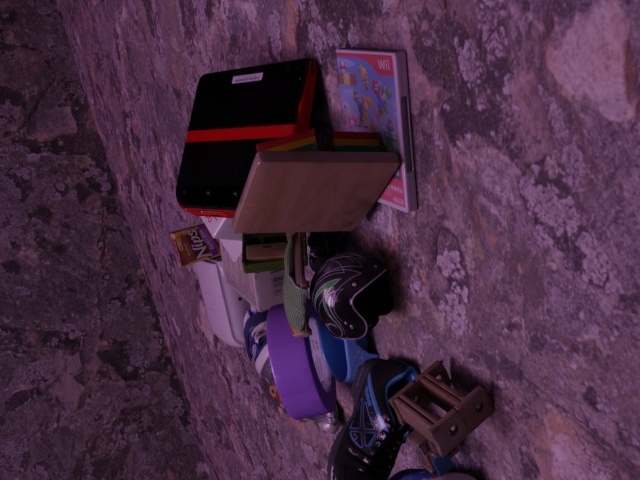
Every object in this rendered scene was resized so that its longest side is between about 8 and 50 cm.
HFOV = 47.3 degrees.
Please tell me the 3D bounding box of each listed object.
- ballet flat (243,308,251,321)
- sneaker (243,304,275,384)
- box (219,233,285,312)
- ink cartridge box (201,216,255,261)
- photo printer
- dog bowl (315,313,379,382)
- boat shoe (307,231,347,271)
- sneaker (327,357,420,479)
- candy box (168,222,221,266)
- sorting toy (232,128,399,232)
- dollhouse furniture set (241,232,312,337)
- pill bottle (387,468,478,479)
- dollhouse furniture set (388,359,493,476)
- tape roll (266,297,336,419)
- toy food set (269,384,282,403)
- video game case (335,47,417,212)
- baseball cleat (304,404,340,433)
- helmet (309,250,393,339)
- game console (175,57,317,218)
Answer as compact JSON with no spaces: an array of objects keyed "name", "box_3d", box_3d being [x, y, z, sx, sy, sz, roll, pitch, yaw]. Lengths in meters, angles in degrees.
[{"name":"ballet flat","box_3d":[-0.172,0.300,2.217,0.203,0.074,0.074,66,155,1]},{"name":"sneaker","box_3d":[-0.155,0.251,2.024,0.323,0.130,0.236,94,152,-65]},{"name":"box","box_3d":[-0.166,0.072,1.973,0.232,0.127,0.149,32,134,56]},{"name":"ink cartridge box","box_3d":[-0.207,-0.140,1.759,0.353,0.119,0.207,-56,50,25]},{"name":"photo printer","box_3d":[-0.305,0.193,2.363,0.256,0.107,0.307,12,116,62]},{"name":"dog bowl","box_3d":[0.052,0.191,1.657,0.166,0.074,0.297,28,131,57]},{"name":"boat shoe","box_3d":[0.000,0.000,1.641,0.084,0.079,0.233,60,154,24]},{"name":"sneaker","box_3d":[0.110,0.399,1.469,0.139,0.125,0.341,-16,57,55]},{"name":"candy box","box_3d":[-0.367,0.005,2.277,0.053,0.186,0.109,10,115,63]},{"name":"sorting toy","box_3d":[-0.022,-0.113,1.361,0.257,0.255,0.089,121,143,-58]},{"name":"dollhouse furniture set","box_3d":[-0.104,0.049,1.593,0.197,0.151,0.301,86,179,-49]},{"name":"pill bottle","box_3d":[0.209,0.534,1.455,0.272,0.152,0.152,-33,76,65]},{"name":"dollhouse furniture set","box_3d":[0.238,0.340,1.330,0.129,0.129,0.184,27,149,57]},{"name":"tape roll","box_3d":[-0.042,0.278,1.727,0.275,0.090,0.275,-15,-90,-81]},{"name":"toy food set","box_3d":[-0.135,0.471,2.291,0.083,0.020,0.082,47,145,44]},{"name":"video game case","box_3d":[0.102,-0.208,1.355,0.204,0.025,0.285,28,130,57]},{"name":"baseball cleat","box_3d":[-0.004,0.443,1.965,0.206,0.072,0.109,12,103,57]},{"name":"helmet","box_3d":[0.060,0.102,1.475,0.169,0.169,0.161,15,123,62]},{"name":"game console","box_3d":[-0.171,-0.218,1.618,0.386,0.060,0.342,5,81,43]}]
